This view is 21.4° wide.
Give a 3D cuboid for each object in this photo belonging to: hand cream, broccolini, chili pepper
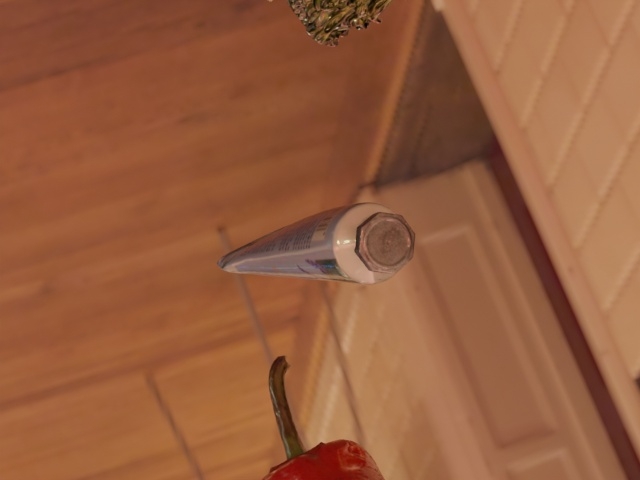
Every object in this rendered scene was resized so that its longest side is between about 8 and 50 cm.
[{"bbox_3d":[0.000,0.000,1.210,0.088,0.055,0.256,-27,-170,-19],"label":"hand cream"},{"bbox_3d":[0.152,-0.261,1.306,0.392,0.074,0.079,-22,127,11],"label":"broccolini"},{"bbox_3d":[0.010,0.251,1.517,0.134,0.338,0.131,-5,124,-46],"label":"chili pepper"}]
